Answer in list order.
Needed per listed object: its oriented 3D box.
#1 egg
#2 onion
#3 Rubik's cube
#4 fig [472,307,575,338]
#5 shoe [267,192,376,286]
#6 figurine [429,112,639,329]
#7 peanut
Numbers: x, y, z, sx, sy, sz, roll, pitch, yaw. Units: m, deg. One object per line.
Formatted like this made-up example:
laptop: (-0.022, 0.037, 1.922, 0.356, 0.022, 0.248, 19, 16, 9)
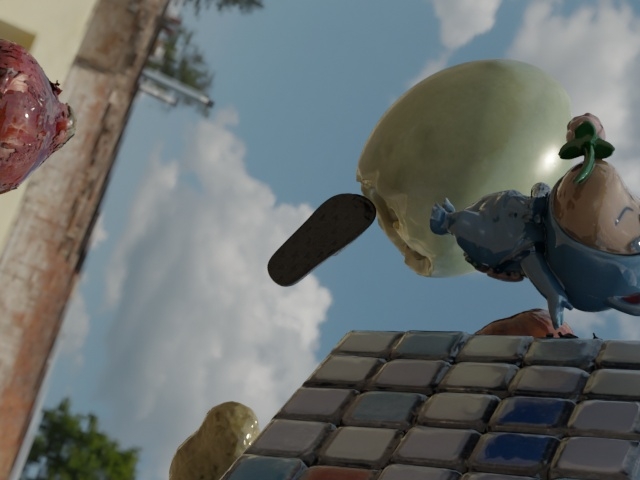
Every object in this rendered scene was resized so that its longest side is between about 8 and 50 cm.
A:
egg: (0.222, -0.114, 1.698, 0.336, 0.278, 0.278, -36, -165, -13)
onion: (-0.344, -0.136, 1.316, 0.184, 0.147, 0.184, -177, -90, -69)
Rubik's cube: (0.118, 0.251, 0.890, 0.293, 0.292, 0.286, -46, 131, -62)
fig: (0.214, 0.136, 1.201, 0.128, 0.150, 0.128, -37, -164, 12)
shoe: (0.000, 0.000, 1.684, 0.179, 0.071, 0.049, -40, 169, -5)
figurine: (0.175, -0.020, 0.893, 0.114, 0.178, 0.144, -50, 146, -61)
peanut: (-0.175, 0.367, 1.948, 0.224, 0.129, 0.129, -56, -160, 4)
